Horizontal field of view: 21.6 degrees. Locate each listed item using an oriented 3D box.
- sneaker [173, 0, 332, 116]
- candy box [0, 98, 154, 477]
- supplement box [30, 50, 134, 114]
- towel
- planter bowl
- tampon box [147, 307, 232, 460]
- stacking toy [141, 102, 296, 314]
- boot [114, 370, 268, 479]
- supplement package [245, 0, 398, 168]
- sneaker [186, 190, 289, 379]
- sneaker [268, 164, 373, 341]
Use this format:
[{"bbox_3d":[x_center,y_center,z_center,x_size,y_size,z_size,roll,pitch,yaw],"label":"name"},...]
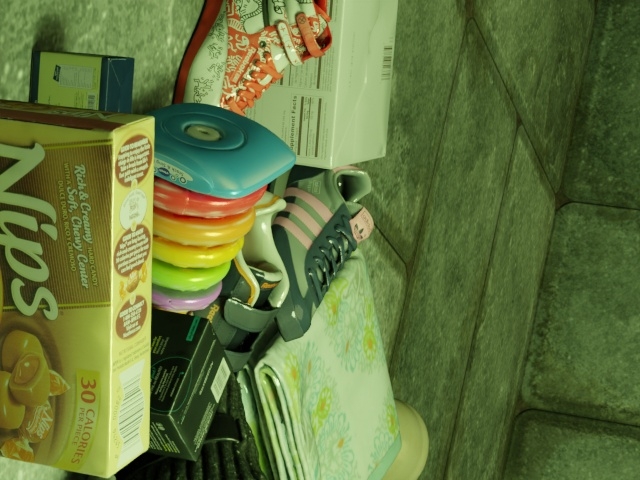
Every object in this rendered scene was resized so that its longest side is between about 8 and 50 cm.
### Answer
[{"bbox_3d":[-0.073,-0.208,1.947,0.090,0.145,0.270,52,49,-63],"label":"sneaker"},{"bbox_3d":[-0.249,0.039,1.504,0.087,0.182,0.317,-30,125,-66],"label":"candy box"},{"bbox_3d":[-0.232,-0.140,1.628,0.056,0.083,0.083,-15,111,-69],"label":"supplement box"},{"bbox_3d":[0.005,0.215,2.247,0.374,0.090,0.321,-48,134,-58],"label":"towel"},{"bbox_3d":[0.068,0.300,2.526,0.109,0.162,0.162,38,61,-54],"label":"planter bowl"},{"bbox_3d":[-0.193,0.141,1.726,0.101,0.161,0.120,71,35,-52],"label":"tampon box"},{"bbox_3d":[-0.155,0.014,1.848,0.166,0.175,0.302,-35,144,-56],"label":"stacking toy"},{"bbox_3d":[-0.207,0.295,1.764,0.260,0.348,0.131,60,-8,36],"label":"boot"},{"bbox_3d":[-0.006,-0.235,2.121,0.204,0.145,0.262,-18,114,-68],"label":"supplement package"},{"bbox_3d":[-0.116,0.086,1.975,0.126,0.127,0.321,-10,108,-70],"label":"sneaker"},{"bbox_3d":[0.000,0.000,2.135,0.319,0.131,0.112,-87,166,-50],"label":"sneaker"}]
